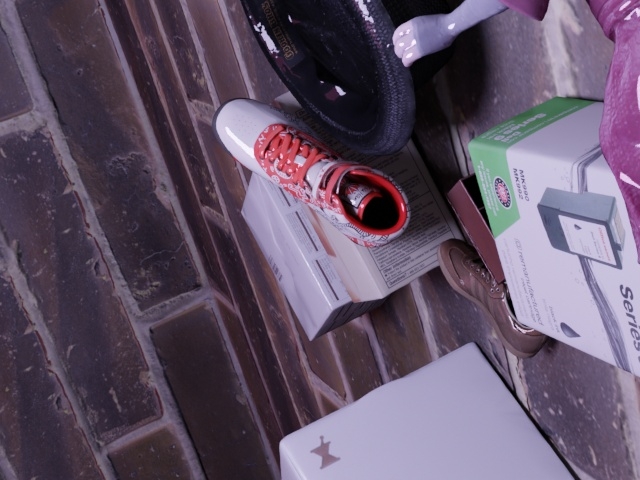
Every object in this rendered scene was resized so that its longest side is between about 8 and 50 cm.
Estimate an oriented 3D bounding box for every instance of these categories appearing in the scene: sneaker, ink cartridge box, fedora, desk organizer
[{"bbox_3d":[0.223,0.056,1.289,0.188,0.066,0.071,52,142,23],"label":"sneaker"},{"bbox_3d":[0.278,-0.002,0.916,0.289,0.121,0.211,25,138,64],"label":"ink cartridge box"},{"bbox_3d":[0.042,-0.267,1.186,0.334,0.152,0.334,48,158,26],"label":"fedora"},{"bbox_3d":[0.206,-0.018,1.235,0.130,0.047,0.050,61,160,11],"label":"desk organizer"},{"bbox_3d":[-0.007,-0.090,1.239,0.270,0.090,0.145,38,173,-7],"label":"sneaker"}]

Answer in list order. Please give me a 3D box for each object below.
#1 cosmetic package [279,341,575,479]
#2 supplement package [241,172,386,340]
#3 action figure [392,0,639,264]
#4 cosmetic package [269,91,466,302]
[{"bbox_3d":[0.155,0.427,1.515,0.327,0.329,0.393,56,161,30],"label":"cosmetic package"},{"bbox_3d":[0.000,0.000,1.696,0.262,0.145,0.204,62,162,12],"label":"supplement package"},{"bbox_3d":[0.218,-0.164,0.664,0.370,0.248,0.276,59,161,9],"label":"action figure"},{"bbox_3d":[0.053,-0.079,1.398,0.296,0.153,0.129,63,162,-3],"label":"cosmetic package"}]
